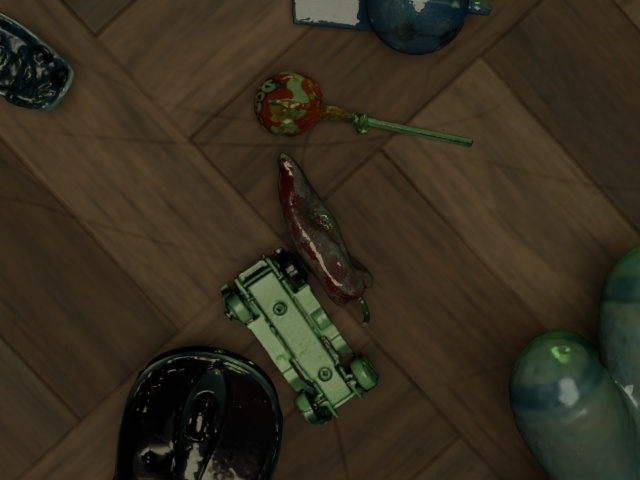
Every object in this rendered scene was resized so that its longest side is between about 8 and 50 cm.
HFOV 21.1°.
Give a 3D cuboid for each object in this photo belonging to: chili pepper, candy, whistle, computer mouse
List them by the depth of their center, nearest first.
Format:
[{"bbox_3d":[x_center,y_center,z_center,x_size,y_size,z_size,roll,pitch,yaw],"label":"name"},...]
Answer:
[{"bbox_3d":[0.057,-0.190,1.357,0.157,0.090,0.090,5,94,-4],"label":"whistle"},{"bbox_3d":[-0.106,0.201,1.366,0.137,0.096,0.233,9,102,-2],"label":"computer mouse"},{"bbox_3d":[-0.001,0.001,1.386,0.041,0.050,0.153,-33,93,-3],"label":"chili pepper"},{"bbox_3d":[0.036,-0.097,1.391,0.184,0.049,0.056,12,124,-10],"label":"candy"}]

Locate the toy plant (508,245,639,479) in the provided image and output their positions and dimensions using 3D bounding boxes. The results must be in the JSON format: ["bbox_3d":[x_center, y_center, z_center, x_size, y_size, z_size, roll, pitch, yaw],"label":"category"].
[{"bbox_3d":[0.248,0.168,1.336,0.247,0.247,0.332,3,91,-4],"label":"toy plant"}]

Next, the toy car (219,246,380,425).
[{"bbox_3d":[-0.017,0.077,1.391,0.073,0.054,0.143,-36,100,1],"label":"toy car"}]

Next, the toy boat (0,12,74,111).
[{"bbox_3d":[-0.260,-0.150,1.353,0.137,0.061,0.060,33,92,-4],"label":"toy boat"}]
